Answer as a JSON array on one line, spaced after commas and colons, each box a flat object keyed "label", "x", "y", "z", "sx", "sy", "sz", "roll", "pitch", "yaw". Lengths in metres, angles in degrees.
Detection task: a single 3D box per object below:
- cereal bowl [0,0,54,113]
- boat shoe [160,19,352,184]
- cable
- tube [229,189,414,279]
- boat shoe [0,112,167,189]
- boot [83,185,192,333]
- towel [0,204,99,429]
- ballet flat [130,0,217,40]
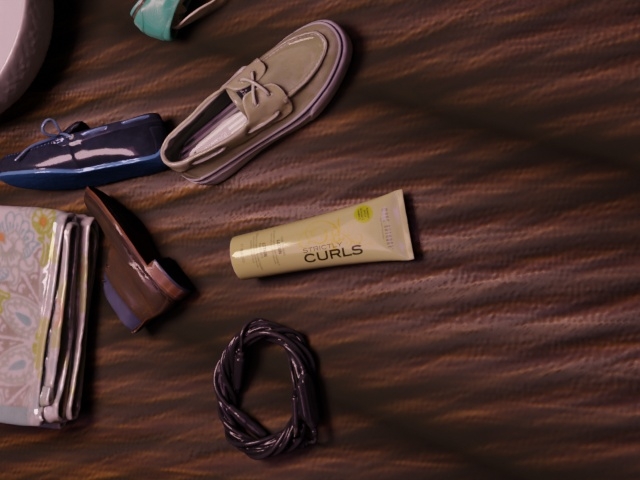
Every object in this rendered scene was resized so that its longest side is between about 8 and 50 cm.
[{"label": "cereal bowl", "x": -0.537, "y": -0.328, "z": 1.499, "sx": 0.339, "sy": 0.141, "sz": 0.338, "roll": -2, "pitch": 86, "yaw": 22}, {"label": "boat shoe", "x": -0.085, "y": -0.180, "z": 1.326, "sx": 0.302, "sy": 0.094, "sz": 0.109, "roll": -42, "pitch": 72, "yaw": 15}, {"label": "cable", "x": -0.075, "y": 0.196, "z": 1.330, "sx": 0.151, "sy": 0.047, "sz": 0.184, "roll": -16, "pitch": 83, "yaw": 26}, {"label": "tube", "x": 0.000, "y": 0.000, "z": 1.302, "sx": 0.240, "sy": 0.062, "sz": 0.070, "roll": -11, "pitch": 123, "yaw": 17}, {"label": "boat shoe", "x": -0.339, "y": -0.129, "z": 1.439, "sx": 0.259, "sy": 0.109, "sz": 0.089, "roll": -6, "pitch": 77, "yaw": 6}, {"label": "boot", "x": -0.288, "y": 0.027, "z": 1.405, "sx": 0.106, "sy": 0.082, "sz": 0.219, "roll": -46, "pitch": 73, "yaw": 11}, {"label": "towel", "x": -0.509, "y": 0.106, "z": 1.492, "sx": 0.375, "sy": 0.090, "sz": 0.320, "roll": 3, "pitch": 85, "yaw": 23}, {"label": "ballet flat", "x": -0.164, "y": -0.382, "z": 1.391, "sx": 0.087, "sy": 0.083, "sz": 0.247, "roll": 38, "pitch": 102, "yaw": -4}]
